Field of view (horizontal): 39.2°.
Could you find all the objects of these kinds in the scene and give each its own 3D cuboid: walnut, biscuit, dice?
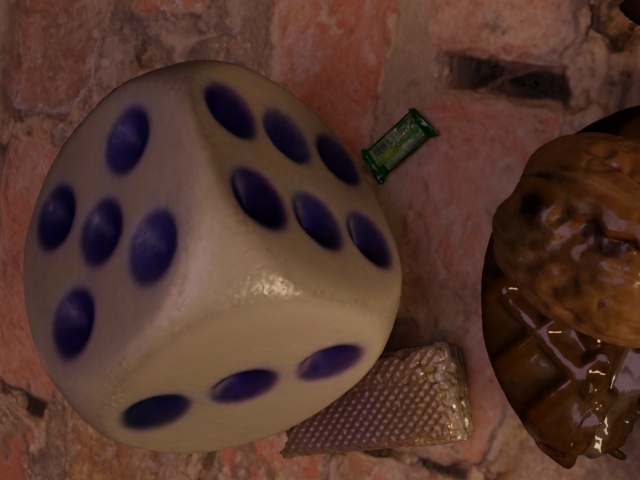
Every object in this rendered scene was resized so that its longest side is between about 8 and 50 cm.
[{"bbox_3d":[0.229,0.000,0.694,0.184,0.155,0.155,30,106,34],"label":"walnut"},{"bbox_3d":[0.052,0.177,0.994,0.239,0.062,0.108,-13,81,32],"label":"biscuit"},{"bbox_3d":[-0.118,0.023,0.942,0.304,0.277,0.304,-41,49,30],"label":"dice"},{"bbox_3d":[0.086,-0.107,0.995,0.089,0.016,0.046,-42,70,27],"label":"biscuit"},{"bbox_3d":[0.296,0.016,0.800,0.366,0.115,0.268,-41,70,25],"label":"biscuit"}]

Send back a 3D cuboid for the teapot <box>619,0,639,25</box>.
[{"bbox_3d":[0.347,-0.329,0.727,0.315,0.233,0.312,-6,94,6],"label":"teapot"}]
